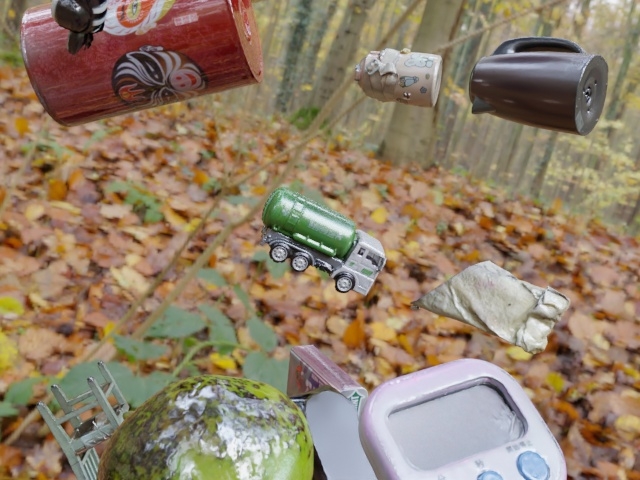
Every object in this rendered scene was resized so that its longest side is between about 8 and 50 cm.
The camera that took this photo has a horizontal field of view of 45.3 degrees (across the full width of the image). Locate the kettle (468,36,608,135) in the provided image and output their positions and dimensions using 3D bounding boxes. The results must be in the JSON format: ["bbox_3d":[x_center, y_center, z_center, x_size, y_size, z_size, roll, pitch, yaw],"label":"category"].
[{"bbox_3d":[0.401,-0.303,1.428,0.232,0.202,0.144,18,-19,36],"label":"kettle"}]

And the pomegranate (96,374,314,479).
[{"bbox_3d":[-0.128,0.255,0.819,0.222,0.203,0.276,-13,-14,-27],"label":"pomegranate"}]

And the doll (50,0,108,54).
[{"bbox_3d":[-0.316,-0.348,1.028,0.067,0.219,0.091,22,47,-1],"label":"doll"}]

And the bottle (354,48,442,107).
[{"bbox_3d":[0.127,-0.281,1.316,0.152,0.098,0.099,11,7,11],"label":"bottle"}]

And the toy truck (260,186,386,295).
[{"bbox_3d":[0.000,0.000,1.409,0.243,0.124,0.101,26,15,-13],"label":"toy truck"}]

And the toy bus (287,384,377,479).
[{"bbox_3d":[0.020,0.371,1.160,0.128,0.147,0.302,-12,66,-38],"label":"toy bus"}]

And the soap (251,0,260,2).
[{"bbox_3d":[-0.032,-0.634,1.692,0.428,0.115,0.306,-15,-12,-13],"label":"soap"}]

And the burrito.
[{"bbox_3d":[0.401,0.141,1.815,0.348,0.175,0.107,19,-11,25],"label":"burrito"}]

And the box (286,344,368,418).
[{"bbox_3d":[0.007,0.292,1.466,0.069,0.120,0.224,-1,13,-26],"label":"box"}]

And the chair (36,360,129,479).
[{"bbox_3d":[-0.490,0.426,1.701,0.147,0.270,0.136,-26,8,-1],"label":"chair"}]

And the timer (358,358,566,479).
[{"bbox_3d":[0.154,0.230,0.845,0.209,0.069,0.190,-11,53,-24],"label":"timer"}]

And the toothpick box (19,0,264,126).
[{"bbox_3d":[-0.278,-0.315,1.234,0.334,0.204,0.204,-10,5,7],"label":"toothpick box"}]
